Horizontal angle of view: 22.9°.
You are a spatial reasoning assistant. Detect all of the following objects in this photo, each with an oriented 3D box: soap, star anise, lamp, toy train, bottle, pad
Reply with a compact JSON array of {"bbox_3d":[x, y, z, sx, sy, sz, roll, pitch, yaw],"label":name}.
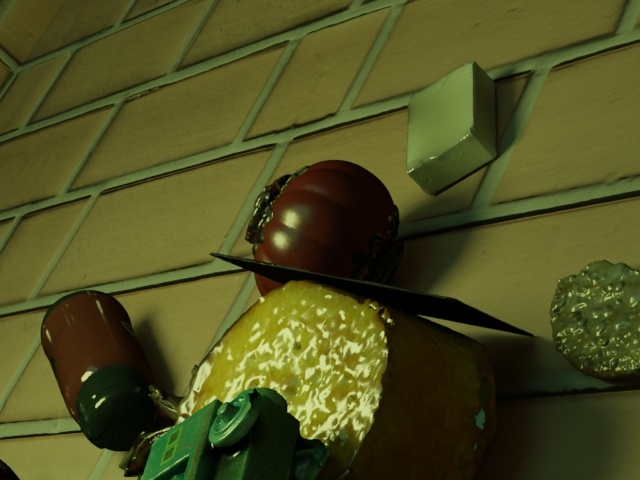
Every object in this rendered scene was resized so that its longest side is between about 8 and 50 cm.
[{"bbox_3d":[0.182,-0.159,2.215,0.121,0.064,0.183,-30,31,27],"label":"soap"},{"bbox_3d":[-0.153,0.246,2.109,0.288,0.088,0.288,-22,41,20],"label":"star anise"},{"bbox_3d":[0.000,0.000,2.090,0.227,0.227,0.227,-34,29,22],"label":"lamp"},{"bbox_3d":[-0.105,0.277,1.525,0.194,0.120,0.298,-36,24,31],"label":"toy train"},{"bbox_3d":[-0.325,0.196,2.361,0.144,0.144,0.336,-45,27,2],"label":"bottle"},{"bbox_3d":[0.058,0.062,1.822,0.330,0.220,0.004,10,82,32],"label":"pad"}]

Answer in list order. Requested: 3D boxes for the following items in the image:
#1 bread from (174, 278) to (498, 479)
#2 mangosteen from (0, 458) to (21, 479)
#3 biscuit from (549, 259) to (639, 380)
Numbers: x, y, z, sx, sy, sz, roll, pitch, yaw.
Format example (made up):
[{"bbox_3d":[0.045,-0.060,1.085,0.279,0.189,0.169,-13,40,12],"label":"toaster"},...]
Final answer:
[{"bbox_3d":[0.006,0.225,1.758,0.398,0.215,0.398,-30,43,31],"label":"bread"},{"bbox_3d":[-0.557,0.425,2.280,0.287,0.233,0.287,-36,23,19],"label":"mangosteen"},{"bbox_3d":[0.331,0.090,1.689,0.141,0.038,0.290,-54,26,-14],"label":"biscuit"}]
